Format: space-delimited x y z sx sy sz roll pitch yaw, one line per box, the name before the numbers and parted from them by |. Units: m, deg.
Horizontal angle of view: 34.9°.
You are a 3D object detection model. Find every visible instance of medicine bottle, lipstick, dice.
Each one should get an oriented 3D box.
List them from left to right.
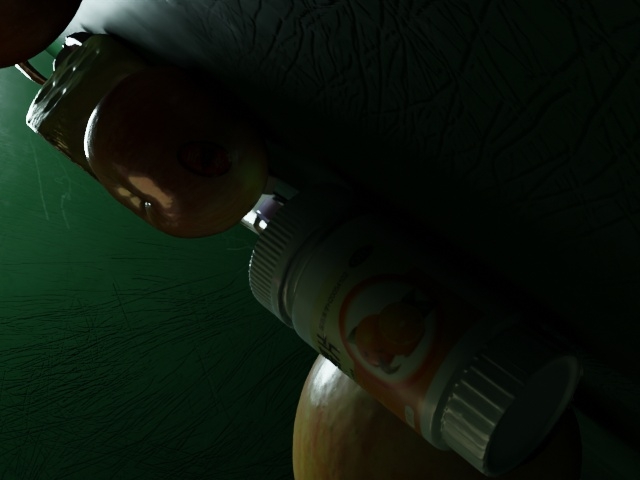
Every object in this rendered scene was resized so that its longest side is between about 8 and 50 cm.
dice | -0.296 -0.177 1.434 0.166 0.169 0.169 41 176 -29
lipstick | -0.078 -0.035 1.785 0.079 0.077 0.253 41 174 -33
medicine bottle | 0.087 0.082 0.995 0.318 0.158 0.158 35 175 34

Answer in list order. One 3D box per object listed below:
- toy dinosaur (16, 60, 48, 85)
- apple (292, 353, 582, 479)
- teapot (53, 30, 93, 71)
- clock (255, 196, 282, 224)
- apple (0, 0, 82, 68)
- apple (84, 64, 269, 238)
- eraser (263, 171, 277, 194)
toy dinosaur | -0.544 -0.395 1.650 0.432 0.097 0.208 52 173 -34
apple | 0.150 0.278 1.358 0.391 0.346 0.391 32 176 3
teapot | -0.375 -0.263 1.651 0.146 0.116 0.148 48 -177 16
clock | 0.000 0.000 1.552 0.198 0.064 0.172 35 175 42
apple | -0.305 -0.236 0.879 0.201 0.162 0.201 39 178 2
apple | -0.159 -0.100 1.153 0.209 0.164 0.209 36 164 12
eraser | -0.187 -0.125 1.555 0.157 0.038 0.230 7 -165 -34
